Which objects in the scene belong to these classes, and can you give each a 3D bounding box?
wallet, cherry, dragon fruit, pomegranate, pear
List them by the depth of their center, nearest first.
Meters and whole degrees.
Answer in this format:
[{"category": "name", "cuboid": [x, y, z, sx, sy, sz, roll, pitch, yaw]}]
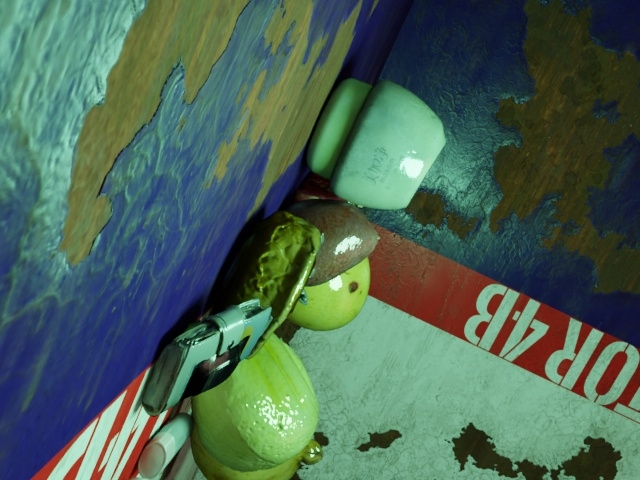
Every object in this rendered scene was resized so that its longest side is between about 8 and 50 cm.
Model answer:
[{"category": "wallet", "cuboid": [-0.174, 0.184, 0.950, 0.170, 0.069, 0.231, -58, 164, 24]}, {"category": "cherry", "cuboid": [0.000, 0.000, 1.536, 0.261, 0.307, 0.221, -65, 142, -62]}, {"category": "pomegranate", "cuboid": [-0.182, 0.578, 1.771, 0.410, 0.409, 0.410, 25, 90, -89]}, {"category": "dragon fruit", "cuboid": [0.019, -0.107, 1.807, 0.262, 0.211, 0.134, -50, 159, -62]}, {"category": "pear", "cuboid": [-0.008, 0.106, 1.835, 0.348, 0.348, 0.349, 25, 90, -89]}]

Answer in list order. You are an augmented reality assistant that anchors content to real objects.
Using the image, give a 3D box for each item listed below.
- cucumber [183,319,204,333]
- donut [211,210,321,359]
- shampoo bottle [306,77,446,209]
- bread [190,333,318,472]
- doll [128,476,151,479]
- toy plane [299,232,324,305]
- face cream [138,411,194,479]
[{"category": "cucumber", "cuboid": [-0.220, 0.181, 1.000, 0.067, 0.035, 0.107, -49, 166, -42]}, {"category": "donut", "cuboid": [-0.113, 0.077, 1.194, 0.330, 0.159, 0.330, -54, -176, 5]}, {"category": "shampoo bottle", "cuboid": [0.145, -0.244, 1.518, 0.322, 0.317, 0.323, -156, -90, -89]}, {"category": "bread", "cuboid": [-0.150, 0.360, 1.364, 0.237, 0.320, 0.321, -47, -170, 40]}, {"category": "doll", "cuboid": [-0.343, 0.546, 1.006, 0.257, 0.161, 0.215, -92, -172, -55]}, {"category": "toy plane", "cuboid": [-0.076, 0.069, 1.394, 0.225, 0.226, 0.058, -29, -160, -8]}, {"category": "face cream", "cuboid": [-0.316, 0.417, 1.216, 0.198, 0.057, 0.084, 0, 115, -87]}]
